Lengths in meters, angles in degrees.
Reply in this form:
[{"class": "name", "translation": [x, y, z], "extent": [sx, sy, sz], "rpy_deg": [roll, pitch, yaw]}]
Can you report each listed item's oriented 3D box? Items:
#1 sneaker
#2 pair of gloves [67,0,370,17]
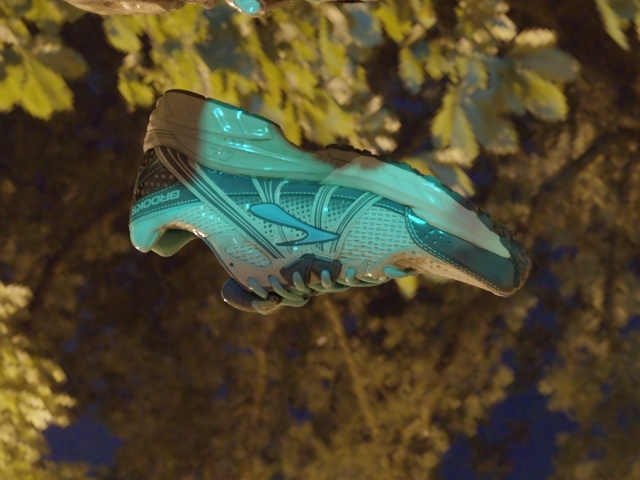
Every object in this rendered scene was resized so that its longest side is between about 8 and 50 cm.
[{"class": "sneaker", "translation": [0.000, 0.000, 0.965], "extent": [0.110, 0.283, 0.122], "rpy_deg": [29, -99, -65]}, {"class": "pair of gloves", "translation": [-0.057, -0.157, 0.895], "extent": [0.240, 0.042, 0.204], "rpy_deg": [0, 9, 9]}]
